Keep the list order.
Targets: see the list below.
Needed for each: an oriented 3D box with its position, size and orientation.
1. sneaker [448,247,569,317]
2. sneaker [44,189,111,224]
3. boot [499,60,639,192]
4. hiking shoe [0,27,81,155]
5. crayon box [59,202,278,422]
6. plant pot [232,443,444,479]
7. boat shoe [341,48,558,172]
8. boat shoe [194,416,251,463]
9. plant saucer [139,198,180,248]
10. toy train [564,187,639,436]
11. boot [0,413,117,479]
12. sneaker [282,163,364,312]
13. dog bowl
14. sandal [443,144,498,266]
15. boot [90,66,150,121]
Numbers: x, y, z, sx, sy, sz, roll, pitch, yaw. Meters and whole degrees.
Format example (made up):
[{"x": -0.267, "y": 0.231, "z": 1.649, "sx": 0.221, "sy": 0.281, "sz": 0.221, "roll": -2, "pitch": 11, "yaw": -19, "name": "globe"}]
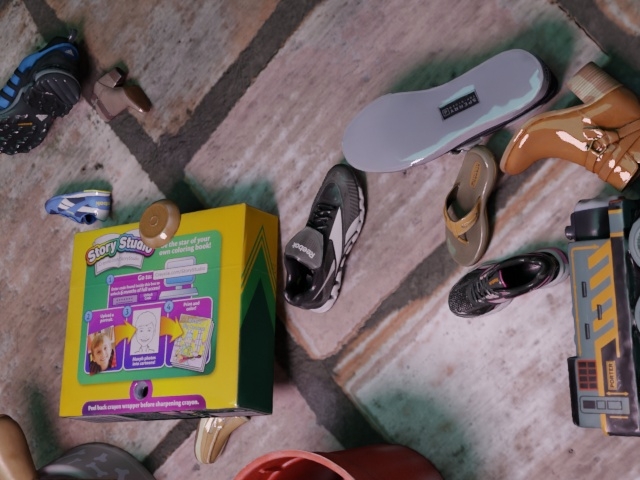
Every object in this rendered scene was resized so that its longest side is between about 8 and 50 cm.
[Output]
[{"x": 0.244, "y": 0.054, "z": 1.488, "sx": 0.178, "sy": 0.077, "sz": 0.072, "roll": -30, "pitch": 74, "yaw": 29, "name": "sneaker"}, {"x": -0.429, "y": -0.054, "z": 1.920, "sx": 0.144, "sy": 0.053, "sz": 0.059, "roll": -7, "pitch": 89, "yaw": 33, "name": "sneaker"}, {"x": 0.342, "y": -0.117, "z": 1.430, "sx": 0.152, "sy": 0.073, "sz": 0.197, "roll": 50, "pitch": 119, "yaw": 15, "name": "boot"}, {"x": -0.521, "y": -0.254, "z": 1.962, "sx": 0.304, "sy": 0.113, "sz": 0.132, "roll": -24, "pitch": 48, "yaw": 36, "name": "hiking shoe"}, {"x": -0.243, "y": 0.124, "z": 1.740, "sx": 0.362, "sy": 0.106, "sz": 0.313, "roll": -8, "pitch": 72, "yaw": 32, "name": "crayon box"}, {"x": 0.042, "y": 0.404, "z": 1.512, "sx": 0.272, "sy": 0.265, "sz": 0.273, "roll": 0, "pitch": 91, "yaw": 32, "name": "plant pot"}, {"x": 0.179, "y": -0.172, "z": 1.510, "sx": 0.306, "sy": 0.105, "sz": 0.113, "roll": -27, "pitch": 73, "yaw": 23, "name": "boat shoe"}, {"x": -0.146, "y": 0.277, "z": 1.746, "sx": 0.072, "sy": 0.068, "sz": 0.190, "roll": 20, "pitch": 101, "yaw": 18, "name": "boat shoe"}, {"x": -0.258, "y": -0.029, "z": 1.722, "sx": 0.083, "sy": 0.015, "sz": 0.083, "roll": -13, "pitch": 65, "yaw": 30, "name": "plant saucer"}, {"x": 0.399, "y": 0.094, "z": 1.366, "sx": 0.190, "sy": 0.142, "sz": 0.334, "roll": -7, "pitch": 87, "yaw": 41, "name": "toy train"}, {"x": -0.431, "y": 0.402, "z": 1.798, "sx": 0.269, "sy": 0.089, "sz": 0.236, "roll": -5, "pitch": 99, "yaw": 32, "name": "boot"}, {"x": 0.000, "y": 0.000, "z": 1.622, "sx": 0.078, "sy": 0.106, "sz": 0.234, "roll": 21, "pitch": 102, "yaw": 29, "name": "sneaker"}, {"x": -0.408, "y": 0.533, "z": 1.891, "sx": 0.348, "sy": 0.102, "sz": 0.349, "roll": 1, "pitch": 91, "yaw": 31, "name": "dog bowl"}, {"x": 0.200, "y": -0.046, "z": 1.511, "sx": 0.072, "sy": 0.049, "sz": 0.180, "roll": 33, "pitch": 128, "yaw": 37, "name": "sandal"}, {"x": -0.347, "y": -0.236, "z": 1.876, "sx": 0.087, "sy": 0.042, "sz": 0.118, "roll": -48, "pitch": 66, "yaw": 30, "name": "boot"}]
